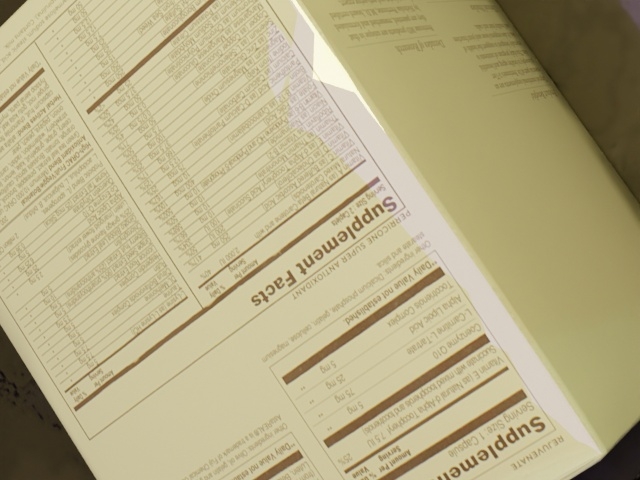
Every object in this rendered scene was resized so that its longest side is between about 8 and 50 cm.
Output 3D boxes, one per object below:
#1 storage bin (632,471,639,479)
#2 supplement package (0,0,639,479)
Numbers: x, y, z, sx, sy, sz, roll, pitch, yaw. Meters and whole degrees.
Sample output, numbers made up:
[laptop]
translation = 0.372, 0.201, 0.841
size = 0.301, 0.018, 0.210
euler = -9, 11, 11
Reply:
[storage bin]
translation = 0.172, 0.194, 0.642
size = 0.122, 0.084, 0.180
euler = 22, 109, 22
[supplement package]
translation = 0.000, 0.000, 0.627
size = 0.198, 0.199, 0.262
euler = -37, 82, 28
